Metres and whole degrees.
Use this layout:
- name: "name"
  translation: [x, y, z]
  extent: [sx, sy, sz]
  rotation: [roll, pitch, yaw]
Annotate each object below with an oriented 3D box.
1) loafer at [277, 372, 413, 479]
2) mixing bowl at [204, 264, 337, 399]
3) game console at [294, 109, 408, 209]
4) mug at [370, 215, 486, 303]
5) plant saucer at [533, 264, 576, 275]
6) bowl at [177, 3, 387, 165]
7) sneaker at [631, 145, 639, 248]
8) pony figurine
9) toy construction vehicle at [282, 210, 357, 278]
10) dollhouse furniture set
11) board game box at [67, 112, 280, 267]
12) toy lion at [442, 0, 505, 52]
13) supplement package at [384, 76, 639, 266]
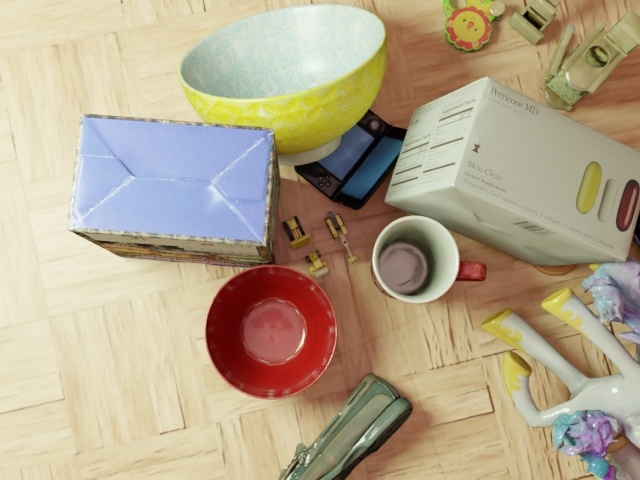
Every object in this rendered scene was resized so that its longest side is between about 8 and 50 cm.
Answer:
- name: "loafer"
  translation: [0.009, 0.298, 1.208]
  extent: [0.267, 0.096, 0.084]
  rotation: [-40, 66, -12]
- name: "mixing bowl"
  translation: [-0.067, 0.128, 1.209]
  extent: [0.181, 0.098, 0.181]
  rotation: [0, 84, 0]
- name: "game console"
  translation: [0.049, -0.129, 1.246]
  extent: [0.124, 0.085, 0.144]
  rotation: [39, 84, 3]
- name: "mug"
  translation: [0.135, 0.044, 1.187]
  extent: [0.150, 0.169, 0.113]
  rotation: [36, 84, 2]
- name: "plant saucer"
  translation: [0.346, 0.010, 1.274]
  extent: [0.083, 0.013, 0.083]
  rotation: [0, 84, -2]
- name: "bowl"
  translation: [-0.040, -0.198, 1.198]
  extent: [0.289, 0.289, 0.156]
  rotation: [-14, 126, -3]
- name: "sneaker"
  translation: [0.541, 0.018, 1.202]
  extent: [0.350, 0.131, 0.148]
  rotation: [32, 55, 11]
- name: "pony figurine"
  translation: [0.434, 0.203, 1.153]
  extent: [0.351, 0.303, 0.363]
  rotation: [-35, 89, 28]
- name: "toy construction vehicle"
  translation: [0.000, 0.000, 1.256]
  extent: [0.086, 0.035, 0.098]
  rotation: [-23, 85, -4]
- name: "dollhouse furniture set"
  translation: [0.343, -0.284, 1.221]
  extent: [0.161, 0.182, 0.101]
  rotation: [41, 85, 3]
- name: "board game box"
  translation: [-0.173, -0.052, 1.129]
  extent: [0.232, 0.291, 0.141]
  rotation: [5, 83, -1]
- name: "toy lion"
  translation: [0.222, -0.339, 1.303]
  extent: [0.096, 0.034, 0.100]
  rotation: [-43, 86, 2]
- name: "supplement package"
  translation: [0.256, -0.079, 1.139]
  extent: [0.262, 0.204, 0.145]
  rotation: [21, 80, -17]
